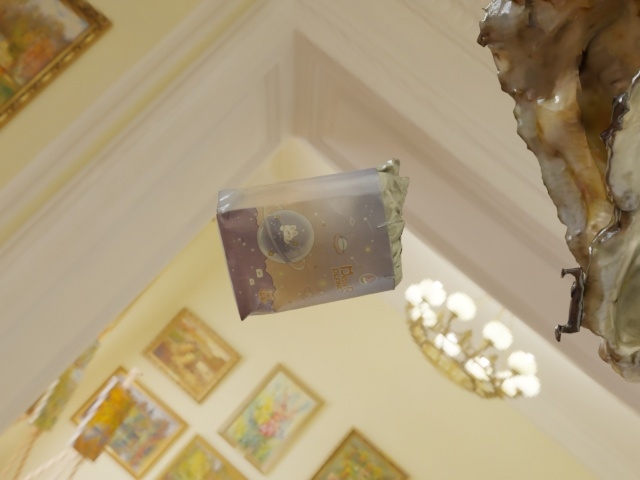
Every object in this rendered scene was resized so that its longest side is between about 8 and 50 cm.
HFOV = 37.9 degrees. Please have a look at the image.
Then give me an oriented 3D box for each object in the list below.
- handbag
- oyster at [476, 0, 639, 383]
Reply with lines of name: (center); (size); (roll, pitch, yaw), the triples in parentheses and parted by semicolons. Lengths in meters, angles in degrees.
handbag: (0.000, 0.000, 0.820); (0.095, 0.173, 0.117); (-104, -177, -63)
oyster: (0.198, -0.052, 0.613); (0.198, 0.133, 0.337); (-109, -170, -80)
